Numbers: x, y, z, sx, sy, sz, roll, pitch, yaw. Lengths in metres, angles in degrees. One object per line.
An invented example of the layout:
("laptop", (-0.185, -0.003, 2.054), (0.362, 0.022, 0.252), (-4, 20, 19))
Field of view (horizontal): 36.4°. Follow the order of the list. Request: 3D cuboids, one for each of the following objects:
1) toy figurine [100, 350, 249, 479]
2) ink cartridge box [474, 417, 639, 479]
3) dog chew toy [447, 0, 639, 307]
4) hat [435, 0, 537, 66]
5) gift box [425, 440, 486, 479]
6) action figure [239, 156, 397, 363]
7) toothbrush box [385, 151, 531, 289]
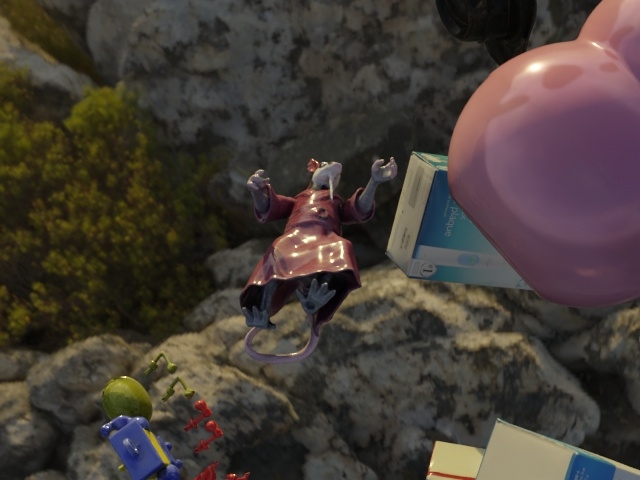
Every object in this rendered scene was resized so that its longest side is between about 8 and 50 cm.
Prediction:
("toy figurine", (-0.327, 0.376, 1.896), (0.191, 0.217, 0.362), (-37, 68, 3))
("ink cartridge box", (0.301, 0.325, 1.071), (0.233, 0.168, 0.171), (22, 84, -20))
("dog chew toy", (0.259, -0.103, 0.732), (0.332, 0.206, 0.206), (-41, 61, 6))
("hat", (0.285, -0.466, 1.805), (0.134, 0.331, 0.331), (-10, 61, -6))
("gift box", (0.283, 0.475, 1.521), (0.258, 0.276, 0.255), (8, 34, 11))
("action figure", (0.000, 0.000, 1.689), (0.248, 0.275, 0.370), (5, 42, 7))
("toothbrush box", (0.301, -0.034, 1.850), (0.296, 0.216, 0.126), (7, 19, -22))
